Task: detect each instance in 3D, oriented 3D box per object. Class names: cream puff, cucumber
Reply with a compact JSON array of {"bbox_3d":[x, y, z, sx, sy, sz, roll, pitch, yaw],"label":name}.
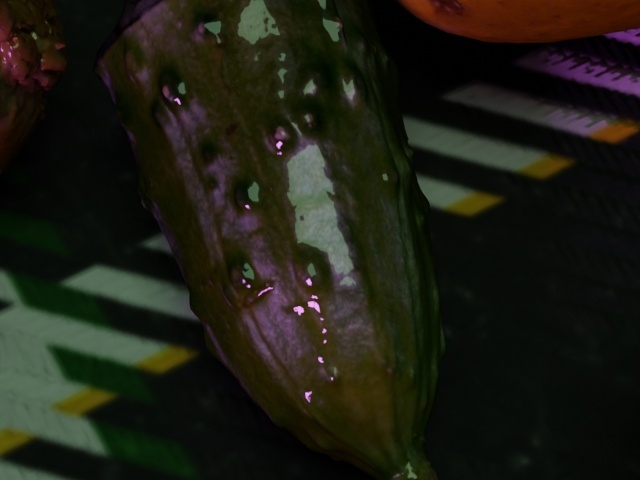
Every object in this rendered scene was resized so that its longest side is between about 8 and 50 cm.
[{"bbox_3d":[-0.182,-0.096,0.864,0.165,0.150,0.115,18,66,31],"label":"cream puff"},{"bbox_3d":[-0.003,0.001,0.853,0.134,0.134,0.244,-17,71,-12],"label":"cucumber"}]

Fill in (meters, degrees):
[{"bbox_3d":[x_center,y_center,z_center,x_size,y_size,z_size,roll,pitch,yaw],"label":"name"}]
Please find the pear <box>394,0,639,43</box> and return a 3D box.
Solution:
[{"bbox_3d":[0.136,-0.287,0.866,0.362,0.362,0.418,37,75,13],"label":"pear"}]
